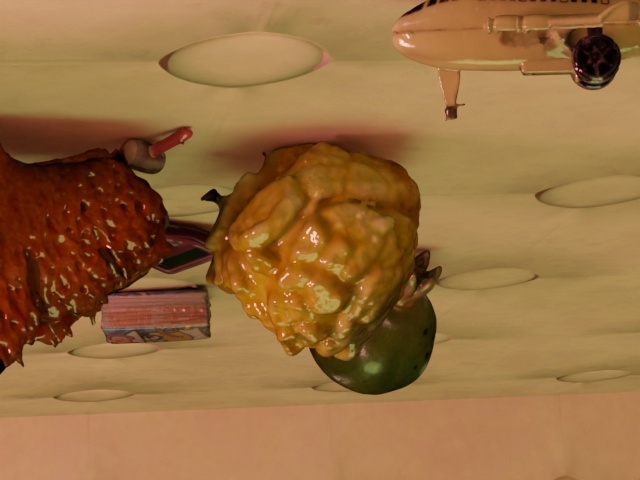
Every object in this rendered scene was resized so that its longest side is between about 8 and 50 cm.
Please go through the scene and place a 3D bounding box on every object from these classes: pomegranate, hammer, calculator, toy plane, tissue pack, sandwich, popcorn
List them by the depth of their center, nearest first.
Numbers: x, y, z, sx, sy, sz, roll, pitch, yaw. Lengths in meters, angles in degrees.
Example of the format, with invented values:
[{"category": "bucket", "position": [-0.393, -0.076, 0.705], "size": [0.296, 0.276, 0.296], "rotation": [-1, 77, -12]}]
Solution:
[{"category": "toy plane", "position": [0.188, -0.167, 1.524], "size": [0.256, 0.104, 0.242], "rotation": [-12, -178, 7]}, {"category": "sandwich", "position": [-0.289, -0.004, 1.855], "size": [0.301, 0.250, 0.162], "rotation": [-6, -174, -29]}, {"category": "hammer", "position": [-0.160, -0.094, 1.889], "size": [0.083, 0.031, 0.052], "rotation": [-25, 157, 32]}, {"category": "popcorn", "position": [-0.008, 0.002, 1.981], "size": [0.225, 0.249, 0.249], "rotation": [23, 174, 15]}, {"category": "calculator", "position": [-0.207, 0.002, 2.286], "size": [0.190, 0.034, 0.126], "rotation": [14, 160, -38]}, {"category": "pomegranate", "position": [0.083, 0.100, 2.542], "size": [0.187, 0.187, 0.225], "rotation": [4, 137, -31]}, {"category": "tissue pack", "position": [-0.232, 0.109, 2.675], "size": [0.155, 0.065, 0.115], "rotation": [-4, 167, -3]}]

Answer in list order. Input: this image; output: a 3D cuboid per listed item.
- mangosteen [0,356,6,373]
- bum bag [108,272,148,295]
[{"category": "mangosteen", "position": [-0.456, 0.080, 2.191], "size": [0.216, 0.216, 0.216], "rotation": [-4, 167, -1]}, {"category": "bum bag", "position": [-0.283, 0.006, 2.018], "size": [0.123, 0.060, 0.248], "rotation": [-22, -143, -26]}]
